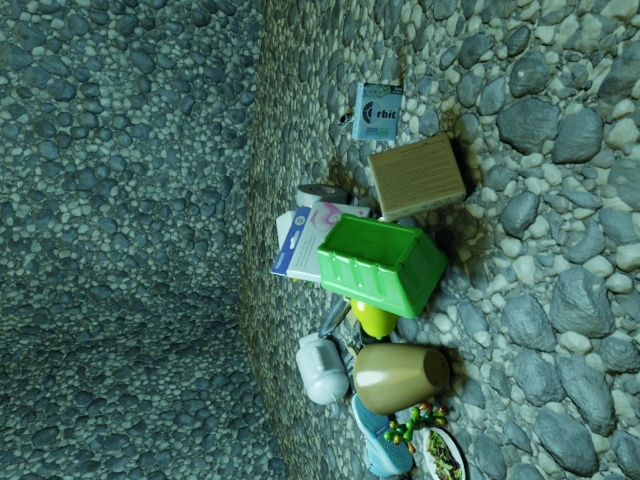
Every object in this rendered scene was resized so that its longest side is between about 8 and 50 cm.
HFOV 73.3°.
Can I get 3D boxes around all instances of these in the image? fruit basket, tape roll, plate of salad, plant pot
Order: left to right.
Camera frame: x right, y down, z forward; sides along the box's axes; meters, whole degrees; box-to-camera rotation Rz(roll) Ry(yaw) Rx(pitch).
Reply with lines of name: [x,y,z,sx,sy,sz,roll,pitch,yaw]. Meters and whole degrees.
tape roll: [0.005,-0.186,1.864,0.219,0.219,0.072,-138,49,-58]
fruit basket: [0.192,0.126,1.367,0.283,0.392,0.392,-54,10,-24]
plant pot: [0.274,0.427,1.374,0.254,0.237,0.237,-32,64,49]
plate of salad: [0.380,0.699,1.359,0.200,0.048,0.199,177,90,-66]

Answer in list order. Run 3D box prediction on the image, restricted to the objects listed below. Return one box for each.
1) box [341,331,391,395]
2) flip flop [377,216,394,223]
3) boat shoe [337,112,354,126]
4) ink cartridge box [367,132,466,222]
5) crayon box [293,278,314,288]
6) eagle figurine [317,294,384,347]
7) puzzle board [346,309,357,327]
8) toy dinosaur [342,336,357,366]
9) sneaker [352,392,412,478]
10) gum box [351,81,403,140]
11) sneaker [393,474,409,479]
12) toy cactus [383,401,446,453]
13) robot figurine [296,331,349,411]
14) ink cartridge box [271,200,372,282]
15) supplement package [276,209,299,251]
box: [0.189,0.473,1.691,0.261,0.103,0.184,115,147,-48]
flip flop: [0.190,0.039,1.534,0.112,0.080,0.277,15,82,37]
boat shoe: [0.099,-0.512,1.825,0.125,0.038,0.046,-174,81,-66]
ink cartridge box: [0.273,-0.177,1.237,0.088,0.235,0.193,47,-150,-68]
crayon box: [-0.104,0.089,2.330,0.202,0.081,0.318,129,132,-57]
eagle figurine: [0.126,0.248,1.607,0.226,0.225,0.298,-4,73,59]
puzzle board: [0.133,0.310,1.909,0.096,0.011,0.128,107,149,-42]
toy dinosaur: [0.122,0.410,1.628,0.183,0.053,0.092,71,177,-46]
sneaker: [0.198,0.757,1.644,0.319,0.127,0.208,57,145,31]
gum box: [0.194,-0.438,1.471,0.041,0.157,0.184,-135,46,-57]
sneaker: [0.305,0.869,1.481,0.147,0.105,0.295,53,145,43]
toy cactus: [0.316,0.596,1.386,0.112,0.219,0.180,53,-176,27]
robot figurine: [0.009,0.605,2.001,0.300,0.200,0.353,71,176,-51]
ink cartridge box: [0.000,0.000,1.641,0.071,0.330,0.324,65,-141,-55]
supplement package: [-0.036,-0.027,1.927,0.199,0.263,0.198,162,102,-66]
